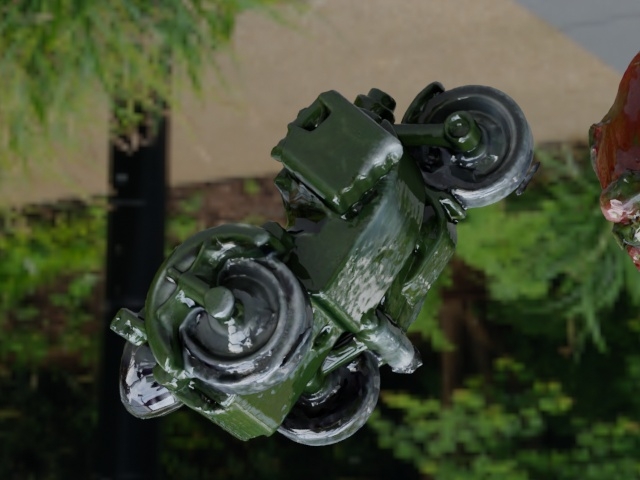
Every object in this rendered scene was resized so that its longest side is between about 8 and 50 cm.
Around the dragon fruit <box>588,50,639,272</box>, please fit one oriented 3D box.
[{"bbox_3d":[0.299,-0.056,0.992,0.269,0.200,0.198,5,133,14],"label":"dragon fruit"}]

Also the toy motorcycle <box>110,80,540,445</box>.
[{"bbox_3d":[0.000,0.000,0.916,0.127,0.275,0.205,28,171,26],"label":"toy motorcycle"}]
